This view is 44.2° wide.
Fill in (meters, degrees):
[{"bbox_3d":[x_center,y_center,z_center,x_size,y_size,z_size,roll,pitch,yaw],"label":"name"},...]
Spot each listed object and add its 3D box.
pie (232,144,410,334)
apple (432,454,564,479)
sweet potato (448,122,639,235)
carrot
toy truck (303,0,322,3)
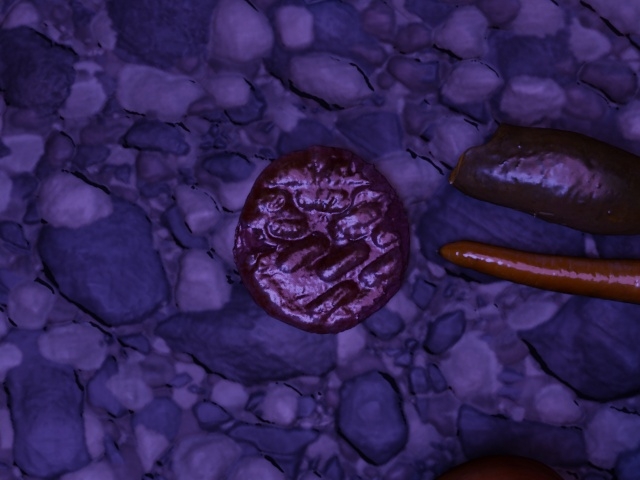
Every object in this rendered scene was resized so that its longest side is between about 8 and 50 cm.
[{"bbox_3d":[0.000,0.000,0.640,0.154,0.036,0.155,0,86,3],"label":"pie"},{"bbox_3d":[0.123,0.255,0.557,0.199,0.199,0.199,0,87,3],"label":"apple"},{"bbox_3d":[0.224,-0.043,0.612,0.243,0.077,0.077,11,87,4],"label":"sweet potato"},{"bbox_3d":[0.187,0.024,0.630,0.190,0.037,0.037,7,87,4],"label":"carrot"},{"bbox_3d":[-0.013,-0.321,0.614,0.101,0.125,0.243,-19,87,1],"label":"toy truck"}]
